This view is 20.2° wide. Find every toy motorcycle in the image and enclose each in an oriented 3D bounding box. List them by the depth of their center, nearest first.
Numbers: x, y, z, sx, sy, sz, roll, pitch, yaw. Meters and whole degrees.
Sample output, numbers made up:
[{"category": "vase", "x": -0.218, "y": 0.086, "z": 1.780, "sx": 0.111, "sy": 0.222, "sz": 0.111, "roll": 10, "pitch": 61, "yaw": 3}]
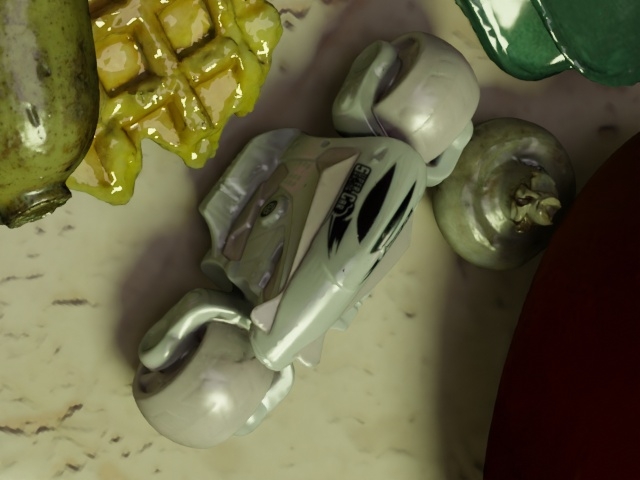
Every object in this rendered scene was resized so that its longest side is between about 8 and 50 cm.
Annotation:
[{"category": "toy motorcycle", "x": 0.000, "y": 0.000, "z": 0.920, "sx": 0.112, "sy": 0.112, "sz": 0.254, "roll": 41, "pitch": 80, "yaw": -23}]

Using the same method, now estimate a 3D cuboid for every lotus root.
[{"category": "lotus root", "x": -0.146, "y": -0.093, "z": 0.797, "sx": 0.080, "sy": 0.089, "sz": 0.179, "roll": -16, "pitch": 103, "yaw": -37}]

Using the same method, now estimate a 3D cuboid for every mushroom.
[{"category": "mushroom", "x": 0.106, "y": -0.025, "z": 0.976, "sx": 0.085, "sy": 0.079, "sz": 0.085, "roll": -1, "pitch": 92, "yaw": -21}]

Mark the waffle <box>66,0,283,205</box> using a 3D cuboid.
[{"category": "waffle", "x": -0.130, "y": -0.157, "z": 0.870, "sx": 0.262, "sy": 0.060, "sz": 0.280, "roll": 20, "pitch": 91, "yaw": -27}]

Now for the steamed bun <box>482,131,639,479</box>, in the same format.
[{"category": "steamed bun", "x": 0.220, "y": 0.135, "z": 0.950, "sx": 0.248, "sy": 0.235, "sz": 0.379, "roll": -12, "pitch": 108, "yaw": -45}]

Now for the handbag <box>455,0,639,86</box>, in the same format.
[{"category": "handbag", "x": 0.142, "y": -0.263, "z": 0.955, "sx": 0.238, "sy": 0.089, "sz": 0.326, "roll": -36, "pitch": 110, "yaw": -16}]
